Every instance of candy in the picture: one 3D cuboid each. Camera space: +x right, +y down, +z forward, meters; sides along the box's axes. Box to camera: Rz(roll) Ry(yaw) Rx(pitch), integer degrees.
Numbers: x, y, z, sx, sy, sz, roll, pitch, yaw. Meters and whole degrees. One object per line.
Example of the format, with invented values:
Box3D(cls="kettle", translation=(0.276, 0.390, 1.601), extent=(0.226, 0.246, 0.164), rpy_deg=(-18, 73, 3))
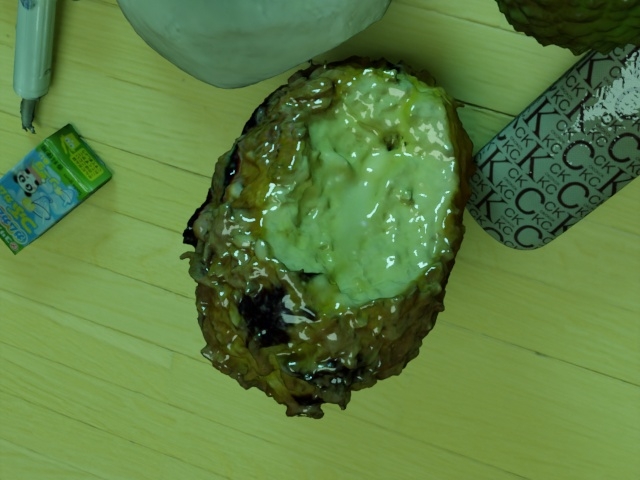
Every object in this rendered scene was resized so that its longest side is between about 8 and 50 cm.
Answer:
Box3D(cls="candy", translation=(-0.386, -0.069, 1.644), extent=(0.194, 0.062, 0.097), rpy_deg=(-34, 100, 35))
Box3D(cls="candy", translation=(-0.104, -0.373, 1.275), extent=(0.386, 0.186, 0.427), rpy_deg=(-1, 113, 33))

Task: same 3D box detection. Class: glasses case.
Box3D(cls="glasses case", translation=(0.298, -0.119, 1.294), extent=(0.137, 0.085, 0.355), rpy_deg=(46, 126, -2))

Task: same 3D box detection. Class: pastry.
Box3D(cls="pastry", translation=(-0.002, -0.004, 1.336), extent=(0.292, 0.405, 0.337), rpy_deg=(20, 157, -10))

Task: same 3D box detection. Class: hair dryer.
Box3D(cls="hair dryer", translation=(-0.376, -0.278, 1.512), extent=(0.173, 0.107, 0.357), rpy_deg=(27, 131, 12))

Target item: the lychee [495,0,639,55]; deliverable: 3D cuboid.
Box3D(cls="lychee", translation=(0.252, -0.313, 1.111), extent=(0.320, 0.270, 0.270), rpy_deg=(9, 126, -18))
